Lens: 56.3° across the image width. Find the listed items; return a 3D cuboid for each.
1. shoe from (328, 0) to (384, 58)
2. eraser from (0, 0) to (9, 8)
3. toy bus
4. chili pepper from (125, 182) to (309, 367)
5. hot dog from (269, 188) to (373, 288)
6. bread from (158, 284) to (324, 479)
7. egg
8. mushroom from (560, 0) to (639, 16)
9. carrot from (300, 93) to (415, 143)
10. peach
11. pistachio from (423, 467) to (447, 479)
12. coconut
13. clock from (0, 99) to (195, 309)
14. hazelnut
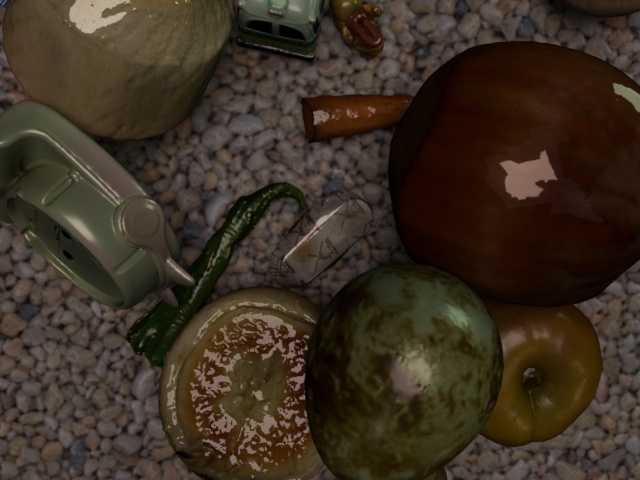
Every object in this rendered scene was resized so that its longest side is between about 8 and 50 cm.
[{"bbox_3d":[0.062,-0.339,0.931,0.072,0.069,0.109,-23,99,-2],"label":"shoe"},{"bbox_3d":[-0.477,-0.404,0.925,0.063,0.027,0.084,39,90,-2],"label":"eraser"},{"bbox_3d":[-0.040,-0.425,0.876,0.134,0.165,0.276,11,92,-4],"label":"toy bus"},{"bbox_3d":[-0.164,0.042,0.936,0.085,0.076,0.359,42,90,18],"label":"chili pepper"},{"bbox_3d":[0.000,0.000,0.941,0.192,0.053,0.099,-45,109,-1],"label":"hot dog"},{"bbox_3d":[-0.094,0.217,0.897,0.305,0.159,0.305,0,92,-7],"label":"bread"},{"bbox_3d":[0.095,0.169,0.746,0.238,0.238,0.289,25,97,-3],"label":"egg"},{"bbox_3d":[0.439,-0.447,0.877,0.226,0.178,0.226,-2,87,42],"label":"mushroom"},{"bbox_3d":[0.075,-0.203,0.938,0.205,0.072,0.072,-10,92,-4],"label":"carrot"},{"bbox_3d":[0.308,0.198,0.926,0.251,0.153,0.251,-1,108,-2],"label":"peach"},{"bbox_3d":[0.100,0.408,0.924,0.138,0.153,0.238,43,114,7],"label":"pistachio"},{"bbox_3d":[-0.275,-0.284,0.821,0.329,0.329,0.329,0,92,-3],"label":"coconut"},{"bbox_3d":[-0.317,-0.018,0.823,0.324,0.265,0.108,41,59,-4],"label":"clock"},{"bbox_3d":[0.261,-0.079,0.808,0.366,0.366,0.366,0,92,-3],"label":"hazelnut"}]
